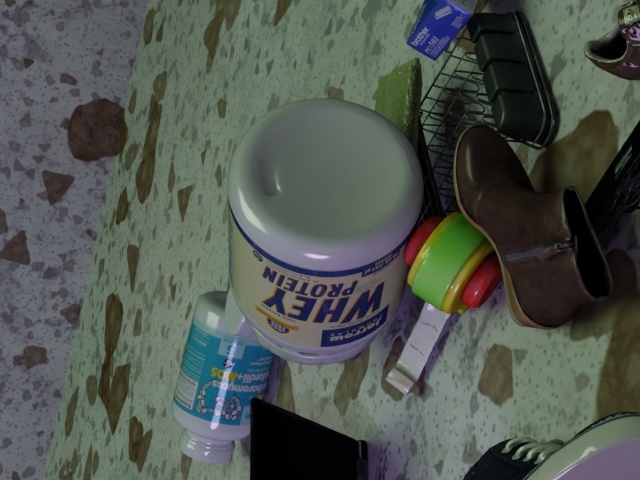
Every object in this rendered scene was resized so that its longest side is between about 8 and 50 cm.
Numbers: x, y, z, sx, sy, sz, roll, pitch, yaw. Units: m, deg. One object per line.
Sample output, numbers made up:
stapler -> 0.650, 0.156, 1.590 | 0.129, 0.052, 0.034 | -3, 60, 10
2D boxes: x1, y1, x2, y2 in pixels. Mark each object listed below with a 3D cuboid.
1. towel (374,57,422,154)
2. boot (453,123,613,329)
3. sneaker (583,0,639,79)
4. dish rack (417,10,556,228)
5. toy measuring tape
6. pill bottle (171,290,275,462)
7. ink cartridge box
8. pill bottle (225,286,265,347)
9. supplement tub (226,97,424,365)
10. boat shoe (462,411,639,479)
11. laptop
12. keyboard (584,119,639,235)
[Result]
towel -> 0.099, -0.155, 1.784 | 0.110, 0.027, 0.148 | 164, 113, -67
boot -> 0.230, -0.033, 1.468 | 0.207, 0.090, 0.248 | 134, 121, -70
sneaker -> 0.335, -0.215, 1.365 | 0.188, 0.071, 0.066 | 134, 140, -54
dish rack -> 0.178, -0.131, 1.708 | 0.271, 0.074, 0.208 | 120, 151, -44
toy measuring tape -> 0.134, 0.074, 1.661 | 0.121, 0.121, 0.330 | -109, 36, -49
pill bottle -> -0.159, 0.226, 2.263 | 0.146, 0.146, 0.264 | -138, 59, -63
ink cartridge box -> 0.173, -0.327, 1.720 | 0.097, 0.046, 0.207 | -49, 14, 51
pill bottle -> -0.034, 0.104, 1.963 | 0.112, 0.187, 0.112 | -171, 90, -68
supplement tub -> 0.000, 0.000, 1.753 | 0.325, 0.235, 0.235 | 95, 172, -59
boat shoe -> 0.227, 0.238, 1.384 | 0.340, 0.127, 0.158 | -55, 24, 39
laptop -> -0.061, 0.452, 1.832 | 0.408, 0.236, 0.382 | 140, 135, -57
keyboard -> 0.323, -0.068, 1.407 | 0.100, 0.038, 0.192 | -72, 6, -52
